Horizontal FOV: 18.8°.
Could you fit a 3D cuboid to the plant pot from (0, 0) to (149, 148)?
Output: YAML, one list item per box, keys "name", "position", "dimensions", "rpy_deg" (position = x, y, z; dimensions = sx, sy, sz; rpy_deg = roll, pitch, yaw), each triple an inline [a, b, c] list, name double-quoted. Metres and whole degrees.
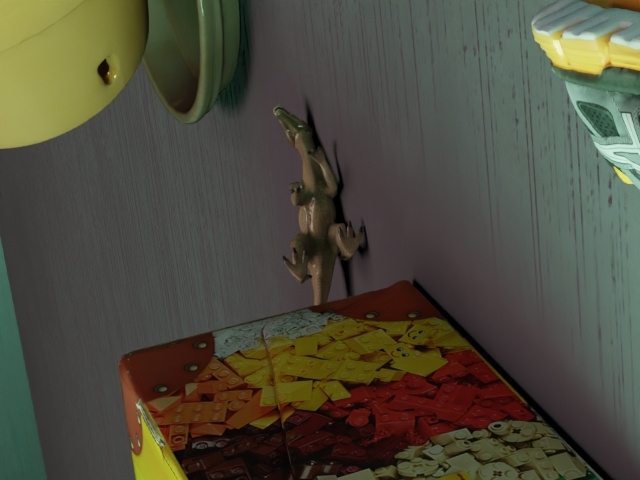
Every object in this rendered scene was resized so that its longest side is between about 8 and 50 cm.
- name: "plant pot"
  position: [-0.251, -0.204, 1.439]
  dimensions: [0.203, 0.291, 0.291]
  rpy_deg: [70, 174, -51]

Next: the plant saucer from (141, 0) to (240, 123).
- name: "plant saucer"
  position: [-0.117, -0.228, 1.486]
  dimensions: [0.278, 0.041, 0.278]
  rpy_deg: [166, 90, -75]

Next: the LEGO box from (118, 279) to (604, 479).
- name: "LEGO box"
  position: [0.052, 0.331, 1.104]
  dimensions: [0.372, 0.193, 0.500]
  rpy_deg: [-132, 32, -59]

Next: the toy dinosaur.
- name: "toy dinosaur"
  position: [0.000, 0.000, 1.293]
  dimensions: [0.092, 0.053, 0.183]
  rpy_deg: [-106, 12, -82]

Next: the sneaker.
- name: "sneaker"
  position: [0.151, -0.043, 0.678]
  dimensions: [0.083, 0.084, 0.215]
  rpy_deg: [68, 172, -22]
